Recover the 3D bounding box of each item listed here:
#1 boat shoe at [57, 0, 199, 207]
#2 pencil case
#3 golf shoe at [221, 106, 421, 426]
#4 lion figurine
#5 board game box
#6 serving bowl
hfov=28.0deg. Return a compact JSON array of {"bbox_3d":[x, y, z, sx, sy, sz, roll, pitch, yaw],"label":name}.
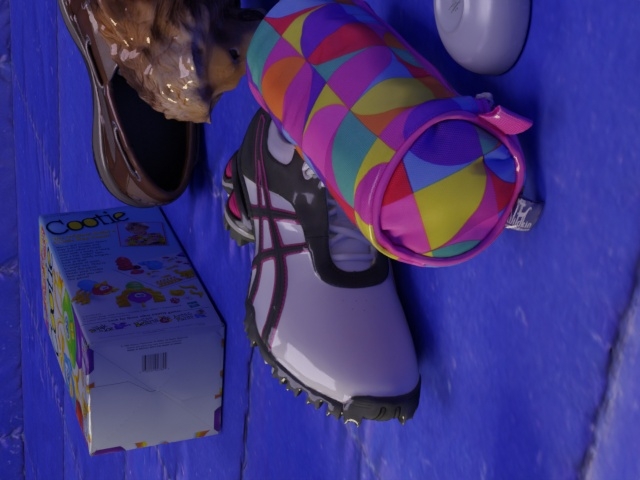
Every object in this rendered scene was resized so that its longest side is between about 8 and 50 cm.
[{"bbox_3d":[-0.179,-0.191,1.285,0.120,0.122,0.324,13,117,63],"label":"boat shoe"},{"bbox_3d":[0.034,-0.073,0.748,0.236,0.104,0.104,-131,39,-55],"label":"pencil case"},{"bbox_3d":[0.000,0.000,0.866,0.120,0.105,0.273,112,145,-40],"label":"golf shoe"},{"bbox_3d":[-0.157,-0.276,0.965,0.392,0.142,0.240,47,-131,-50],"label":"lion figurine"},{"bbox_3d":[-0.214,0.088,1.407,0.275,0.144,0.142,-126,34,-54],"label":"board game box"},{"bbox_3d":[0.082,-0.132,0.701,0.083,0.027,0.083,174,90,-70],"label":"serving bowl"}]
